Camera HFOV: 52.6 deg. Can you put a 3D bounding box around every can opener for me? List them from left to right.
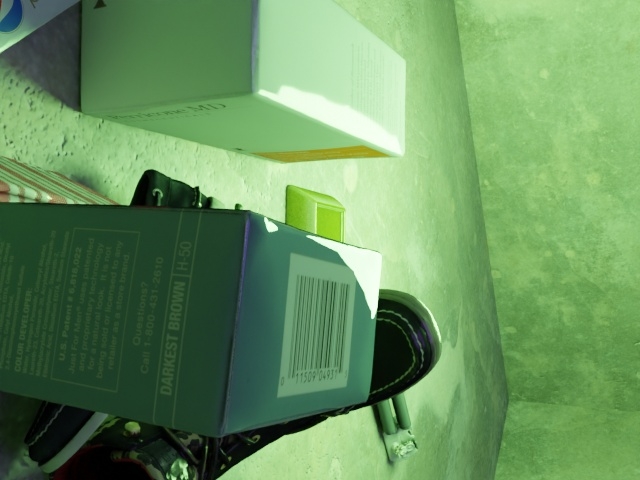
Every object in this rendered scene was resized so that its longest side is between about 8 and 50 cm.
[{"bbox_3d":[0.170,0.415,1.532,0.093,0.074,0.280,-115,-172,-58],"label":"can opener"}]

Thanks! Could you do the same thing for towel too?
[{"bbox_3d":[-0.256,-0.044,0.556,0.197,0.144,0.029,18,95,-63],"label":"towel"}]

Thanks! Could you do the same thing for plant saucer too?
[{"bbox_3d":[0.000,0.000,1.191,0.188,0.045,0.188,7,83,-64],"label":"plant saucer"}]

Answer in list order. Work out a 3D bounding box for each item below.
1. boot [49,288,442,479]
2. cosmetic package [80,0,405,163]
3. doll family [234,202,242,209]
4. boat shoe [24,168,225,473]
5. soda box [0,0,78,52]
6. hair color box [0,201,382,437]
[{"bbox_3d":[-0.080,0.180,0.681,0.284,0.377,0.138,-29,99,-55],"label":"boot"},{"bbox_3d":[-0.063,-0.210,0.854,0.453,0.230,0.161,3,88,-64],"label":"cosmetic package"},{"bbox_3d":[-0.114,0.048,0.891,0.111,0.076,0.193,63,9,-78],"label":"doll family"},{"bbox_3d":[-0.218,0.058,0.667,0.113,0.127,0.340,40,58,-22],"label":"boat shoe"},{"bbox_3d":[-0.285,-0.215,0.567,0.216,0.074,0.069,-64,144,-44],"label":"soda box"},{"bbox_3d":[-0.166,0.040,0.460,0.185,0.375,0.113,18,76,-63],"label":"hair color box"}]
